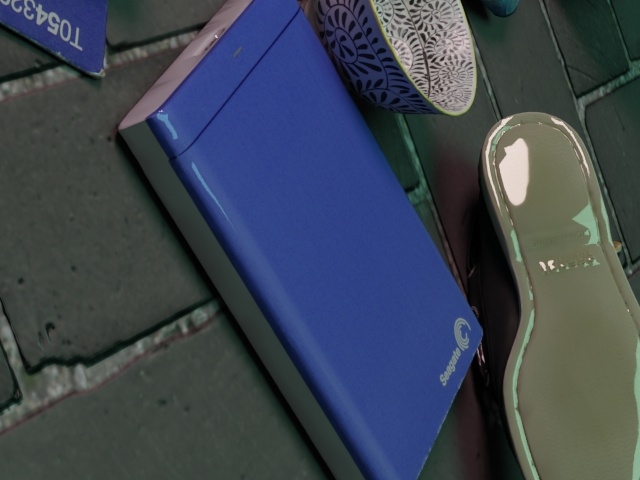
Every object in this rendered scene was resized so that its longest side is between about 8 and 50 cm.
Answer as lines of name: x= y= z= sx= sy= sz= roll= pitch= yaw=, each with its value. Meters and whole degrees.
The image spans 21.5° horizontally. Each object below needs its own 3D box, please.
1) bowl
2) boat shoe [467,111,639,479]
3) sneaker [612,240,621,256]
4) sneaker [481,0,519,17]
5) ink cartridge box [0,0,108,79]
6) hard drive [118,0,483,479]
bowl: x=0.040 y=-0.158 z=1.235 sx=0.170 sy=0.080 sz=0.170 roll=43 pitch=37 yaw=-43
boat shoe: x=0.179 y=0.075 z=1.330 sx=0.113 sy=0.127 sz=0.340 roll=110 pitch=-32 yaw=-70
sneaker: x=0.251 y=0.028 z=1.532 sx=0.083 sy=0.032 sz=0.037 roll=-40 pitch=123 yaw=-50
sneaker: x=0.156 y=-0.268 z=1.501 sx=0.073 sy=0.063 sz=0.162 roll=56 pitch=37 yaw=-56
ink cartridge box: x=-0.194 y=-0.304 z=0.951 sx=0.324 sy=0.071 sz=0.330 roll=29 pitch=54 yaw=-51
hard drive: x=0.000 y=0.000 z=1.150 sx=0.318 sy=0.040 sz=0.210 roll=59 pitch=35 yaw=-21
